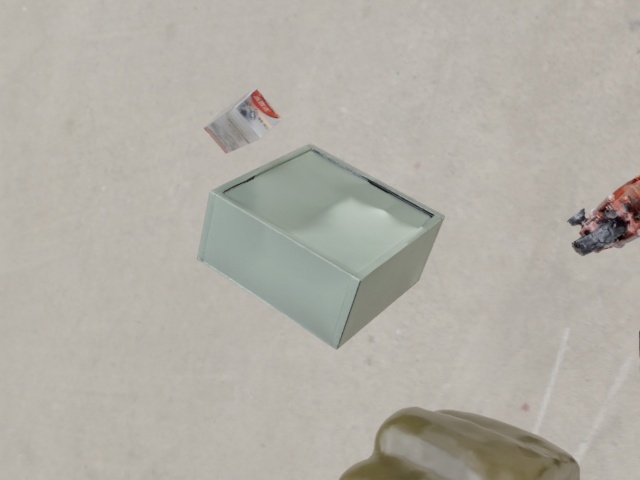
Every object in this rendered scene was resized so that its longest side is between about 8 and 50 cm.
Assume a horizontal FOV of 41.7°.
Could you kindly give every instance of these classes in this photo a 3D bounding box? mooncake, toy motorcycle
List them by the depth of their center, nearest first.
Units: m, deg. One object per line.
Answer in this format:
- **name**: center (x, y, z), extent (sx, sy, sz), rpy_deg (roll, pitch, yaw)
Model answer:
- **mooncake**: center (0.141, 0.385, 1.004), extent (0.201, 0.378, 0.378), rpy_deg (23, 93, 35)
- **toy motorcycle**: center (0.524, -0.047, 1.446), extent (0.171, 0.298, 0.089), rpy_deg (-35, 82, 29)

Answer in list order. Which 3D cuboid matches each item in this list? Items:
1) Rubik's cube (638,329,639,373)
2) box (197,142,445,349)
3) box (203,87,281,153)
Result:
- **Rubik's cube**: center (0.656, 0.282, 1.370), extent (0.250, 0.234, 0.284), rpy_deg (-51, 8, -30)
- **box**: center (0.000, 0.000, 1.092), extent (0.225, 0.225, 0.117), rpy_deg (31, 125, 21)
- **box**: center (-0.110, -0.160, 1.148), extent (0.039, 0.055, 0.218), rpy_deg (-44, 12, -13)
